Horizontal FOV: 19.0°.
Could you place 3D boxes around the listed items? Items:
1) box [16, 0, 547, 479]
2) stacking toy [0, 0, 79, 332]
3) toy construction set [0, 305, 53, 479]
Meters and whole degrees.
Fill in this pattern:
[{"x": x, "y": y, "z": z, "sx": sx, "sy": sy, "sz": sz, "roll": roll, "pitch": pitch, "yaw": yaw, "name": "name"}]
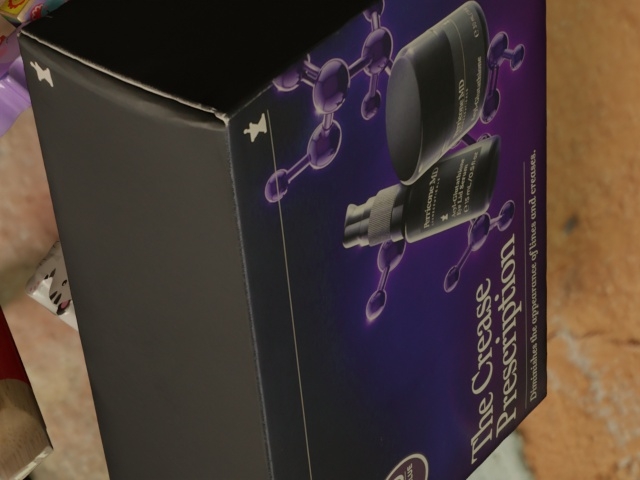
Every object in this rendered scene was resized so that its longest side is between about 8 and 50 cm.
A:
[{"x": 0.000, "y": 0.000, "z": 0.742, "sx": 0.184, "sy": 0.103, "sz": 0.261, "roll": -38, "pitch": 139, "yaw": -33, "name": "box"}, {"x": -0.097, "y": -0.092, "z": 0.731, "sx": 0.167, "sy": 0.052, "sz": 0.221, "roll": 40, "pitch": 80, "yaw": -31, "name": "stacking toy"}, {"x": -0.248, "y": 0.108, "z": 0.690, "sx": 0.309, "sy": 0.237, "sz": 0.257, "roll": -20, "pitch": 120, "yaw": -11, "name": "toy construction set"}]
